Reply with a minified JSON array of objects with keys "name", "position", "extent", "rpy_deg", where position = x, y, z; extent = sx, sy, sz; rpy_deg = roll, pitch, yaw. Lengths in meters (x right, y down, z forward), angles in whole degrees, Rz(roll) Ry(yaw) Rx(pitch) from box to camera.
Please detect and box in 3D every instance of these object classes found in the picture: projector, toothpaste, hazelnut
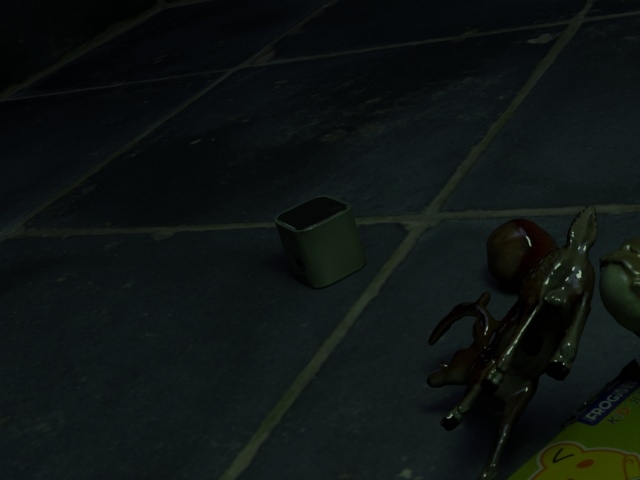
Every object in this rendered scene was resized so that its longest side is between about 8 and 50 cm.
[{"name":"projector","position":[0.000,0.000,1.274],"extent":[0.083,0.082,0.083],"rpy_deg":[-27,26,-21]},{"name":"toothpaste","position":[0.178,0.208,0.716],"extent":[0.327,0.077,0.110],"rpy_deg":[-32,30,-30]},{"name":"hazelnut","position":[0.222,0.014,1.116],"extent":[0.086,0.086,0.086],"rpy_deg":[-14,24,7]}]

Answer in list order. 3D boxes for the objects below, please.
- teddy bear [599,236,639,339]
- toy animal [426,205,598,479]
[{"name":"teddy bear","position":[0.374,0.059,0.776],"extent":[0.267,0.156,0.256],"rpy_deg":[12,24,-51]},{"name":"toy animal","position":[0.162,0.090,0.848],"extent":[0.243,0.087,0.260],"rpy_deg":[-51,1,34]}]
